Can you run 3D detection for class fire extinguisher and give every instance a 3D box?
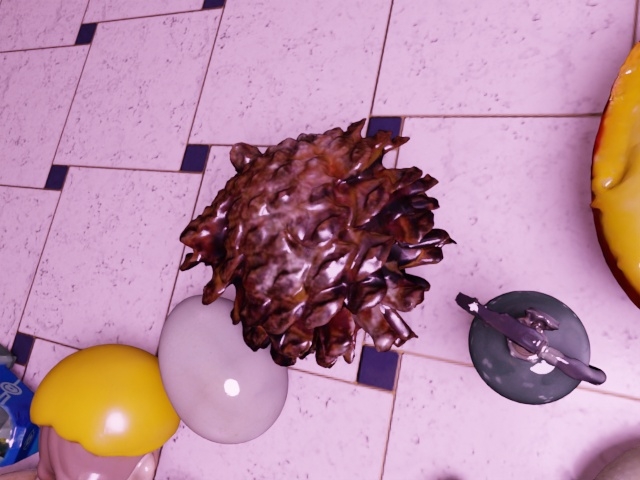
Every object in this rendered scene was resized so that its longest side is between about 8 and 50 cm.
[{"bbox_3d":[0.184,0.096,0.426,0.118,0.294,0.093,30,87,27],"label":"fire extinguisher"}]

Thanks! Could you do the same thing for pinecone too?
[{"bbox_3d":[0.003,0.003,0.562,0.298,0.242,0.295,-36,74,8],"label":"pinecone"}]

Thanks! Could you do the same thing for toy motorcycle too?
[{"bbox_3d":[-0.544,0.274,0.756,0.327,0.200,0.191,12,80,37],"label":"toy motorcycle"}]

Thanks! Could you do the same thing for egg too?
[{"bbox_3d":[-0.129,0.159,0.623,0.151,0.151,0.209,-43,59,7],"label":"egg"}]

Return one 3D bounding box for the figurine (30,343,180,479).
[{"bbox_3d":[-0.281,0.312,0.638,0.215,0.187,0.343,-11,77,33],"label":"figurine"}]

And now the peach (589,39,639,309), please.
[{"bbox_3d":[0.421,-0.080,0.410,0.306,0.243,0.380,32,103,48],"label":"peach"}]

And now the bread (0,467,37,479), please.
[{"bbox_3d":[-0.443,0.437,0.656,0.110,0.192,0.209,-26,69,22],"label":"bread"}]

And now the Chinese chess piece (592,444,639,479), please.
[{"bbox_3d":[0.330,0.286,0.393,0.238,0.092,0.237,-1,74,5],"label":"Chinese chess piece"}]
